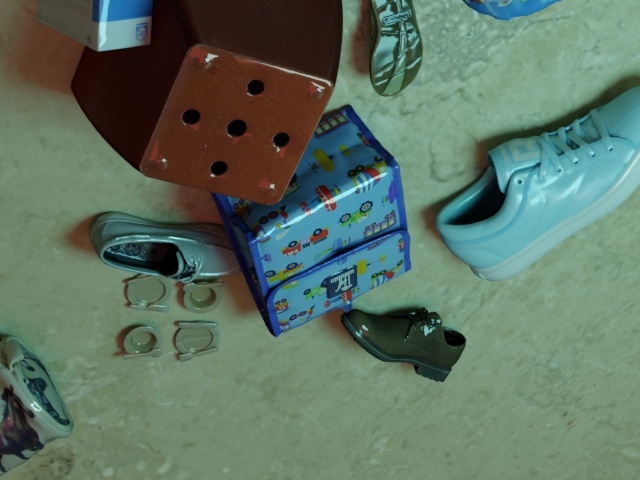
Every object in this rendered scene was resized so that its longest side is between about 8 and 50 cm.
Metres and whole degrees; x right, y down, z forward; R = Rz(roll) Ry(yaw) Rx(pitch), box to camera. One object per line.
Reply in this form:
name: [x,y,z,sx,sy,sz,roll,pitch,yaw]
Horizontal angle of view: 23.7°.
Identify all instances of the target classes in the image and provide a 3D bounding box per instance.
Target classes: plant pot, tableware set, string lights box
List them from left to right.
string lights box: [-0.246,-0.353,1.670,0.076,0.133,0.260,-14,121,-39]
tableware set: [-0.206,0.109,2.142,0.141,0.020,0.169,-1,127,-14]
plant pot: [-0.120,-0.194,1.801,0.267,0.236,0.267,13,121,-23]

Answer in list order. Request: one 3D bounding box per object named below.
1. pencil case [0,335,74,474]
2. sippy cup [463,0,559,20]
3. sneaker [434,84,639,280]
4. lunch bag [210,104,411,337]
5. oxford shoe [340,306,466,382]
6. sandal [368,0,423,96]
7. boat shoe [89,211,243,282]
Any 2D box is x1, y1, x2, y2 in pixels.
pencil case: [-0.536,0.284,2.095,0.410,0.160,0.183,-31,143,9]
sippy cup: [0.210,-0.388,1.769,0.305,0.240,0.224,13,150,30]
sneaker: [0.310,-0.092,2.061,0.366,0.135,0.150,-44,128,17]
lunch bag: [0.000,0.000,2.054,0.221,0.138,0.293,-29,142,-10]
oxford shoe: [0.122,0.129,2.216,0.227,0.083,0.096,20,116,-40]
sandal: [0.087,-0.272,1.924,0.072,0.049,0.180,-13,114,-13]
boat shoe: [-0.197,0.023,2.040,0.227,0.081,0.079,10,123,-22]
